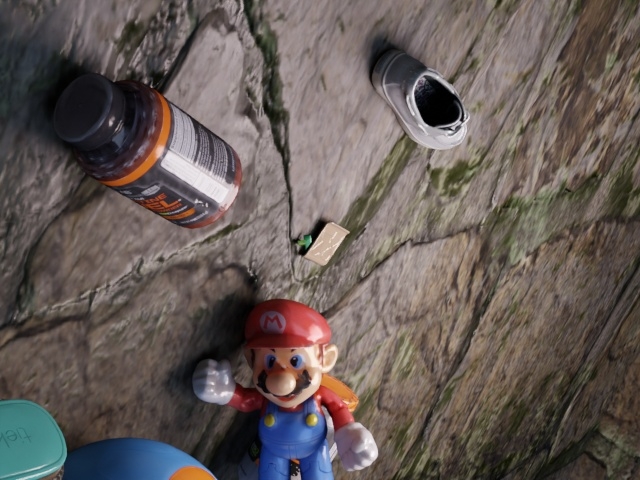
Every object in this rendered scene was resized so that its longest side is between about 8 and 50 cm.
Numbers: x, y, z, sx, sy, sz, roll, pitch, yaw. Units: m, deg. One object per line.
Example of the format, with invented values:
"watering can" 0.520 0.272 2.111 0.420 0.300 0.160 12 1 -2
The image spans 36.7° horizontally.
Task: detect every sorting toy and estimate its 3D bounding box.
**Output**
"sorting toy" 0.000 0.000 1.298 0.062 0.012 0.083 -52 148 7

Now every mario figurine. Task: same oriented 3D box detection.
"mario figurine" -0.048 0.234 1.263 0.198 0.170 0.321 -14 108 -30

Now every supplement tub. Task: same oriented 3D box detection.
"supplement tub" -0.171 -0.090 0.954 0.106 0.106 0.198 -54 144 2
"supplement tub" -0.030 0.291 1.420 0.117 0.117 0.190 19 104 -53

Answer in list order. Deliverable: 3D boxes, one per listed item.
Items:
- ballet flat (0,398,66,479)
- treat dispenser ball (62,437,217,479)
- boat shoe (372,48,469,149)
"ballet flat" -0.421 0.230 0.853 0.182 0.164 0.483 -37 162 12
"treat dispenser ball" -0.230 0.376 1.120 0.288 0.288 0.288 -29 138 -30
"boat shoe" 0.148 -0.168 1.263 0.079 0.081 0.227 -54 144 2
